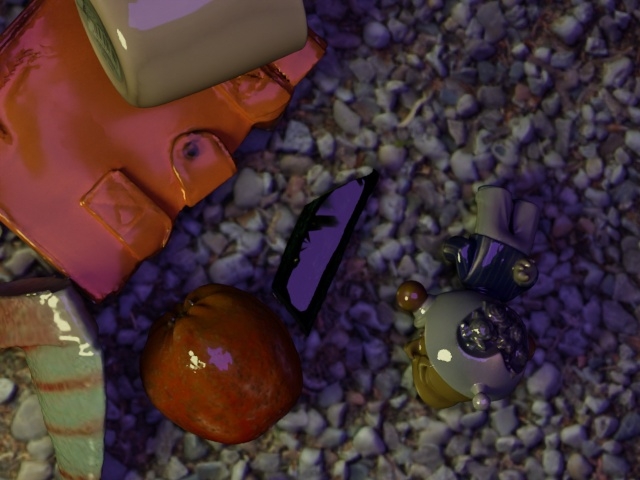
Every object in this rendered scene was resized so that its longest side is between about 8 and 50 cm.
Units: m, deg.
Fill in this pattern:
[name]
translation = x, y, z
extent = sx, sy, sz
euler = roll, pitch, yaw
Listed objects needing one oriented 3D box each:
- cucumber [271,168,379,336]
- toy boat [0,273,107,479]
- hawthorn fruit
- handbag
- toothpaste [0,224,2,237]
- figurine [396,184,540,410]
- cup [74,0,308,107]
[cucumber]
translation = 0.000, 0.000, 1.852
extent = 0.070, 0.046, 0.220
euler = 24, 80, -2
[toy boat]
translation = -0.284, 0.180, 1.707
extent = 0.096, 0.206, 0.282
euler = -20, 105, -40
[hawthorn fruit]
translation = -0.108, 0.140, 1.750
extent = 0.189, 0.189, 0.189
euler = 1, 85, -13
[handbag]
translation = -0.221, -0.162, 1.776
extent = 0.303, 0.116, 0.410
euler = 42, 77, -7
[toothpaste]
translation = -0.438, 0.085, 1.743
extent = 0.067, 0.037, 0.255
euler = 23, 77, -4
[figurine]
translation = 0.205, 0.074, 1.855
extent = 0.194, 0.133, 0.274
euler = 48, 63, -17
[cup]
translation = -0.159, -0.281, 1.650
extent = 0.200, 0.191, 0.253
euler = -26, 92, -13
